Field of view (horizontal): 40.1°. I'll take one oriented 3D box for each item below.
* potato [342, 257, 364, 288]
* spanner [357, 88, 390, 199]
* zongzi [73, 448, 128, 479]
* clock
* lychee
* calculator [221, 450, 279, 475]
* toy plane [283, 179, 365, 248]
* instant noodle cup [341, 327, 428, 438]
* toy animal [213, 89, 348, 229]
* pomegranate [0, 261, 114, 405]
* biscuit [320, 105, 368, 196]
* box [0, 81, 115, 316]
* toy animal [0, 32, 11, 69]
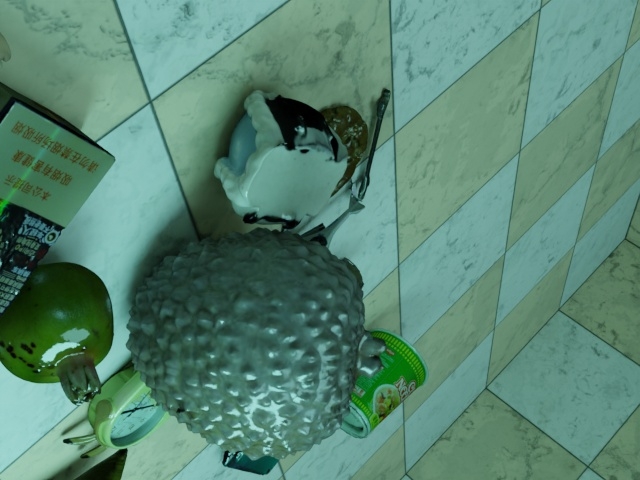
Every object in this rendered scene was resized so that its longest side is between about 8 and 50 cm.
[{"bbox_3d":[-0.003,0.130,1.882,0.261,0.120,0.100,-13,140,-50],"label":"potato"},{"bbox_3d":[0.106,-0.188,1.763,0.054,0.015,0.254,-62,168,-48],"label":"spanner"},{"bbox_3d":[-0.533,0.522,1.469,0.403,0.208,0.432,35,78,-56],"label":"zongzi"},{"bbox_3d":[-0.353,0.307,1.593,0.232,0.069,0.170,-43,152,-17],"label":"clock"},{"bbox_3d":[-0.105,0.164,1.466,0.380,0.432,0.380,10,90,-89],"label":"lychee"},{"bbox_3d":[-0.109,0.450,2.150,0.274,0.058,0.248,-51,154,-4],"label":"calculator"},{"bbox_3d":[0.003,0.007,1.746,0.273,0.107,0.182,-28,134,-37],"label":"toy plane"},{"bbox_3d":[0.128,0.374,2.245,0.233,0.207,0.207,-45,153,-31],"label":"instant noodle cup"},{"bbox_3d":[-0.077,-0.130,1.415,0.208,0.156,0.204,6,120,-50],"label":"toy animal"},{"bbox_3d":[-0.362,0.135,1.223,0.180,0.209,0.180,-24,146,-18],"label":"pomegranate"},{"bbox_3d":[0.009,-0.152,1.642,0.226,0.042,0.226,-36,148,-27],"label":"biscuit"},{"bbox_3d":[-0.418,-0.031,1.076,0.310,0.084,0.198,-54,153,1],"label":"box"},{"bbox_3d":[-0.379,-0.202,0.935,0.091,0.082,0.114,-45,153,-13],"label":"toy animal"}]
